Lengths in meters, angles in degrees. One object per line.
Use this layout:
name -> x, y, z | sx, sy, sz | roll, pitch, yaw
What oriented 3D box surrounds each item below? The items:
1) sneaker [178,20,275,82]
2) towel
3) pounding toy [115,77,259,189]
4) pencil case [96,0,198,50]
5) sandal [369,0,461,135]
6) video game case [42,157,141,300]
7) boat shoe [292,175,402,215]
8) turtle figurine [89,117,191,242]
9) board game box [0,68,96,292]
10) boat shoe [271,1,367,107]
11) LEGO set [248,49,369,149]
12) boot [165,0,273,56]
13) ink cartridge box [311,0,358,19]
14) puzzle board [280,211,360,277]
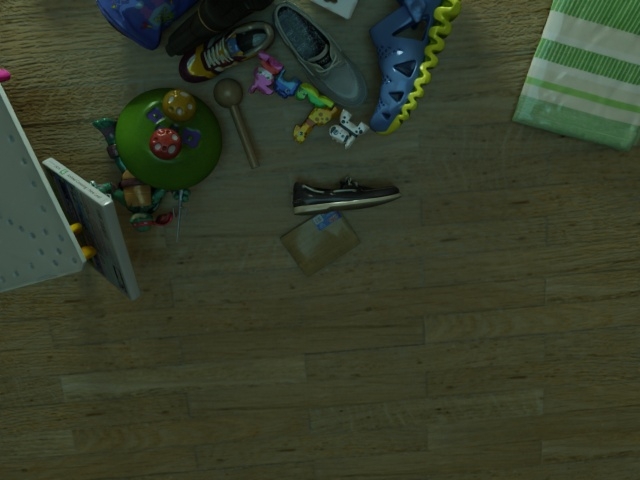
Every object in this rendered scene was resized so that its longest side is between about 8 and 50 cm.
sneaker -> -0.166, -0.330, 1.092 | 0.185, 0.084, 0.070 | -27, 105, 4
towel -> 0.516, -0.345, 1.146 | 0.247, 0.038, 0.325 | 14, 106, -5
pounding toy -> -0.225, -0.191, 1.066 | 0.236, 0.110, 0.183 | -15, 85, -19
pencil case -> -0.224, -0.451, 1.042 | 0.306, 0.133, 0.119 | -42, 62, 8
sandal -> 0.144, -0.340, 1.094 | 0.138, 0.126, 0.318 | 21, 96, -2
video game case -> -0.395, -0.019, 1.095 | 0.023, 0.193, 0.213 | -36, 141, -33
boat shoe -> 0.048, -0.090, 1.174 | 0.205, 0.075, 0.065 | -8, 84, -4
turtle figurine -> -0.330, -0.103, 1.131 | 0.175, 0.118, 0.234 | -9, 89, -18
board game box -> -0.611, -0.096, 1.082 | 0.389, 0.050, 0.390 | -13, 107, 26
boat shoe -> -0.004, -0.320, 1.102 | 0.079, 0.081, 0.227 | -41, 102, 11
LEGO set -> -0.035, -0.227, 1.120 | 0.227, 0.087, 0.093 | 34, 97, -7
boot -> -0.172, -0.387, 1.066 | 0.137, 0.198, 0.077 | -19, 110, 42
ink cartridge box -> 0.043, -0.480, 1.073 | 0.104, 0.061, 0.181 | 25, 102, -8
puzzle board -> 0.000, 0.000, 1.228 | 0.128, 0.011, 0.096 | -33, 103, 6
